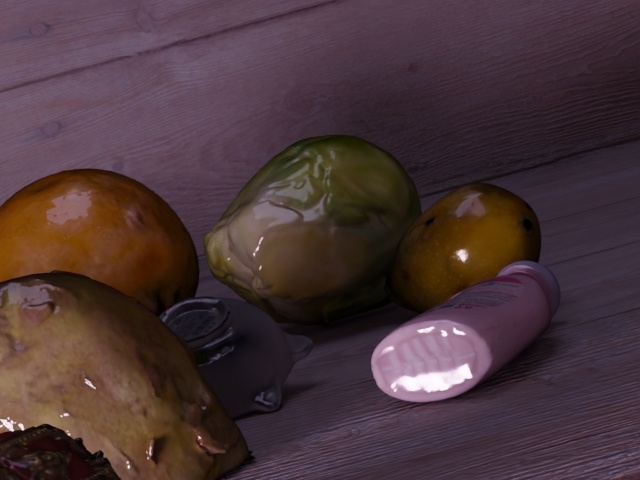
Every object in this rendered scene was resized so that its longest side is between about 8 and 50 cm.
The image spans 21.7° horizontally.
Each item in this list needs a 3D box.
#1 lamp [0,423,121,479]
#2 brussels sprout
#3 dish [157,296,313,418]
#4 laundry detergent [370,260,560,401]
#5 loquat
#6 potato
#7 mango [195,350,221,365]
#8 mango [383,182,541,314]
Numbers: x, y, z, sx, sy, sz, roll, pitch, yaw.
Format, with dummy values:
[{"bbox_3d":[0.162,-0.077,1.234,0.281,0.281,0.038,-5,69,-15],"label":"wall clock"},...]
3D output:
[{"bbox_3d":[-0.248,0.234,1.170,0.177,0.177,0.274,-11,7,32],"label":"lamp"},{"bbox_3d":[0.000,0.000,2.375,0.344,0.268,0.344,-38,4,3],"label":"brussels sprout"},{"bbox_3d":[-0.134,0.128,1.935,0.236,0.086,0.228,-28,33,-19],"label":"dish"},{"bbox_3d":[0.178,0.092,1.829,0.159,0.087,0.335,-13,5,27],"label":"laundry detergent"},{"bbox_3d":[-0.334,0.057,2.367,0.328,0.328,0.328,-15,6,2],"label":"loquat"},{"bbox_3d":[-0.247,0.143,1.653,0.289,0.237,0.301,-19,7,-37],"label":"potato"},{"bbox_3d":[-0.210,0.149,2.083,0.178,0.119,0.100,-16,-16,-9],"label":"mango"},{"bbox_3d":[0.180,0.030,2.138,0.177,0.175,0.329,8,-15,-1],"label":"mango"}]
